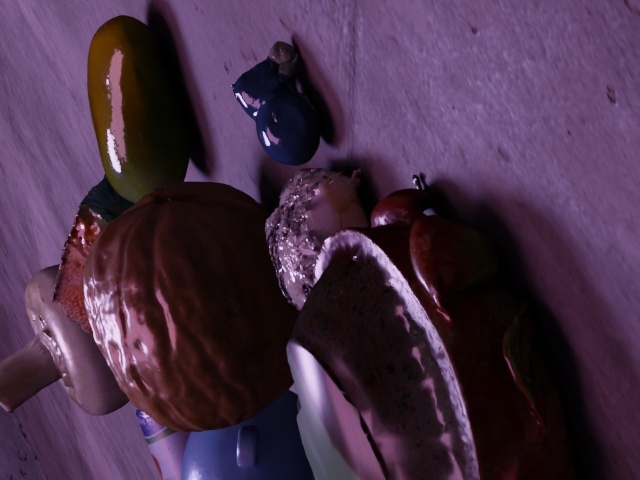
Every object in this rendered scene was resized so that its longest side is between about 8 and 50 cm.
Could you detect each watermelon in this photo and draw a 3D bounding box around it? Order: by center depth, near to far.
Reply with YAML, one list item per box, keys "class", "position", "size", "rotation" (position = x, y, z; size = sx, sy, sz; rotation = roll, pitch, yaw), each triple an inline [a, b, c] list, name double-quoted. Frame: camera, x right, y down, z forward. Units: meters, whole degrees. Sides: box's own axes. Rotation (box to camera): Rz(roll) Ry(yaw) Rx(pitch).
- class: "watermelon"
  position: [-0.227, 0.000, 2.008]
  size: [0.231, 0.128, 0.146]
  rotation: [112, 162, -49]

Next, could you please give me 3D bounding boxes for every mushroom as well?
- class: "mushroom"
  position: [-0.334, 0.143, 2.298]
  size: [0.207, 0.215, 0.207]
  rotation: [49, 159, 27]

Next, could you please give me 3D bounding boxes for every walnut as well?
- class: "walnut"
  position: [-0.099, 0.059, 1.513]
  size: [0.213, 0.213, 0.213]
  rotation: [56, 160, 32]

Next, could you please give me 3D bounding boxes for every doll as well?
- class: "doll"
  position: [-0.029, -0.093, 1.325]
  size: [0.083, 0.050, 0.076]
  rotation: [60, 167, 16]
- class: "doll"
  position: [-0.051, 0.232, 1.671]
  size: [0.314, 0.141, 0.177]
  rotation: [75, -163, -67]

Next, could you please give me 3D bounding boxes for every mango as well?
- class: "mango"
  position: [-0.170, -0.123, 1.678]
  size: [0.122, 0.086, 0.191]
  rotation: [-124, 27, -65]

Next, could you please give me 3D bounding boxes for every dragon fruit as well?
- class: "dragon fruit"
  position: [0.069, 0.112, 1.166]
  size: [0.268, 0.130, 0.295]
  rotation: [36, 146, 51]

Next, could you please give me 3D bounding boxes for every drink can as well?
- class: "drink can"
  position: [-0.131, 0.272, 2.042]
  size: [0.097, 0.097, 0.235]
  rotation: [12, 122, 70]

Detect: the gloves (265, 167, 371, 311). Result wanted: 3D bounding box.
- class: "gloves"
  position: [-0.003, 0.002, 1.325]
  size: [0.114, 0.070, 0.153]
  rotation: [66, 166, 3]
